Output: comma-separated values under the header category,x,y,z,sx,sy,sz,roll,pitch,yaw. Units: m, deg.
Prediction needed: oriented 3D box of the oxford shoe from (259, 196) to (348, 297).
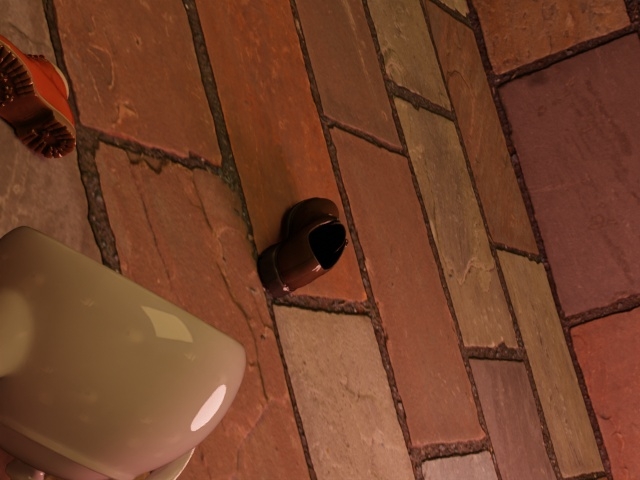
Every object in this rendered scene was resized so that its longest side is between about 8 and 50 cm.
category,x,y,z,sx,sy,sz,roll,pitch,yaw
oxford shoe,0.000,0.000,1.789,0.083,0.096,0.227,60,23,-18

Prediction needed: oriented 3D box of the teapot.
category,x,y,z,sx,sy,sz,roll,pitch,yaw
teapot,-0.195,0.119,1.139,0.256,0.187,0.252,29,-6,-11

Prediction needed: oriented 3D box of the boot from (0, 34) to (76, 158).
category,x,y,z,sx,sy,sz,roll,pitch,yaw
boot,-0.288,-0.157,1.325,0.158,0.059,0.084,57,22,-48
